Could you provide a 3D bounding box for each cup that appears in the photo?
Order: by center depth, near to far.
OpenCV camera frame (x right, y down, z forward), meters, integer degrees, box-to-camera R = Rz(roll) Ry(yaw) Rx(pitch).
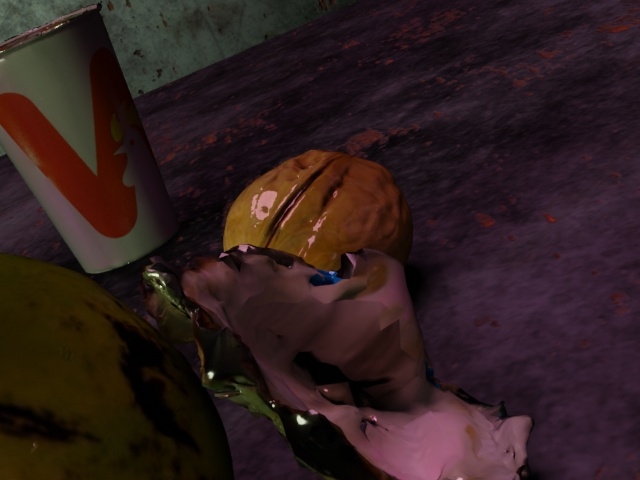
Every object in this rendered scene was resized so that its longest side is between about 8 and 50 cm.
[{"bbox_3d":[-0.289,-0.117,1.206,0.203,0.288,0.203,-20,20,8],"label":"cup"}]

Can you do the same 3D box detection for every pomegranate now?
[{"bbox_3d":[-0.155,0.134,0.492,0.260,0.260,0.340,-20,-5,11],"label":"pomegranate"}]

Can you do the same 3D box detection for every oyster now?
[{"bbox_3d":[0.015,0.071,0.509,0.092,0.198,0.259,-53,-17,17],"label":"oyster"}]

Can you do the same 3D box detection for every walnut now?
[{"bbox_3d":[0.000,0.000,0.807,0.144,0.144,0.180,-8,16,38],"label":"walnut"}]
